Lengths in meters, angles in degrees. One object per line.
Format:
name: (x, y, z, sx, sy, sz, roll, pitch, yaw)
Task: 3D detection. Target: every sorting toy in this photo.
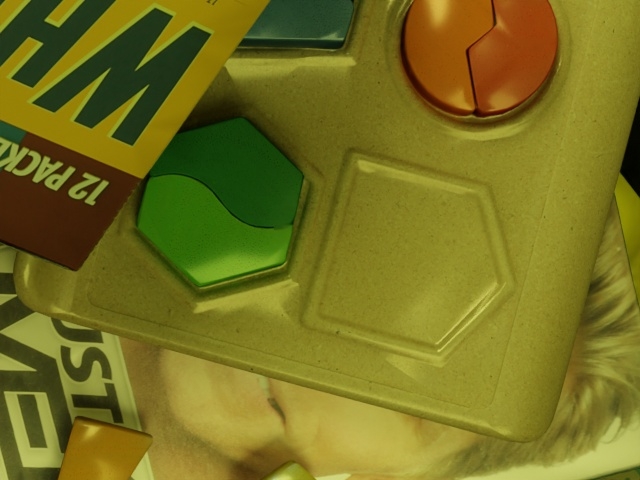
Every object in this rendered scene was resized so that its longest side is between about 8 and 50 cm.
sorting toy: (0.000, 0.000, 0.762, 0.229, 0.041, 0.307, 16, 87, -6)

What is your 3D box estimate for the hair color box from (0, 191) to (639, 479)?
hair color box: (-0.040, 0.049, 0.835, 0.347, 0.105, 0.174, -14, 96, -7)

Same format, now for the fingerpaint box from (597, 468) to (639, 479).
fingerpaint box: (0.187, 0.324, 0.946, 0.163, 0.445, 0.371, -15, 129, -7)

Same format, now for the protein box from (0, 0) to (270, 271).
protein box: (-0.105, -0.140, 0.655, 0.136, 0.201, 0.200, 23, 117, -31)

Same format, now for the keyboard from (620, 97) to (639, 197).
keyboard: (0.206, -0.042, 0.946, 0.100, 0.038, 0.192, -19, 135, 28)
